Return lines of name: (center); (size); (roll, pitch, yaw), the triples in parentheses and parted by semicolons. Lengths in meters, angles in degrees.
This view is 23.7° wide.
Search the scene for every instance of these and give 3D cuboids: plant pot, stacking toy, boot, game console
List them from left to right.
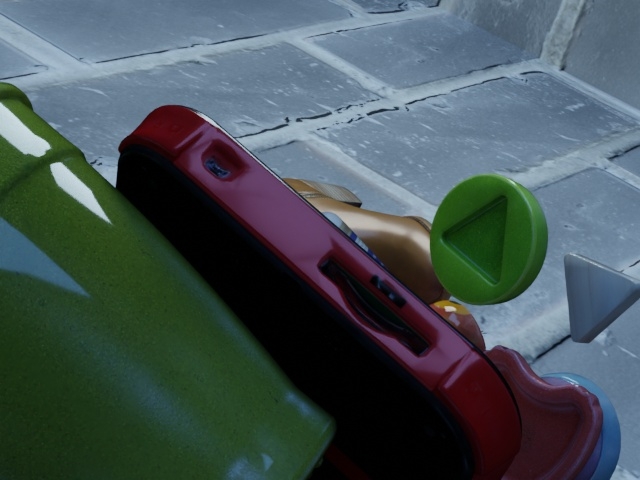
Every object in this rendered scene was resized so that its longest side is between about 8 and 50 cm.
plant pot: (-0.191, 0.133, 1.124); (0.353, 0.366, 0.366); (35, 27, 5)
game console: (-0.026, 0.099, 1.225); (0.386, 0.342, 0.060); (41, 60, 17)
boot: (0.000, 0.000, 1.754); (0.220, 0.109, 0.283); (-2, 30, -40)
stacking toy: (0.204, 0.099, 1.531); (0.130, 0.279, 0.309); (8, 24, -47)

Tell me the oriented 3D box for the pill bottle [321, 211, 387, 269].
pill bottle: (0.041, 0.115, 1.417); (0.265, 0.153, 0.153); (47, 26, -5)
